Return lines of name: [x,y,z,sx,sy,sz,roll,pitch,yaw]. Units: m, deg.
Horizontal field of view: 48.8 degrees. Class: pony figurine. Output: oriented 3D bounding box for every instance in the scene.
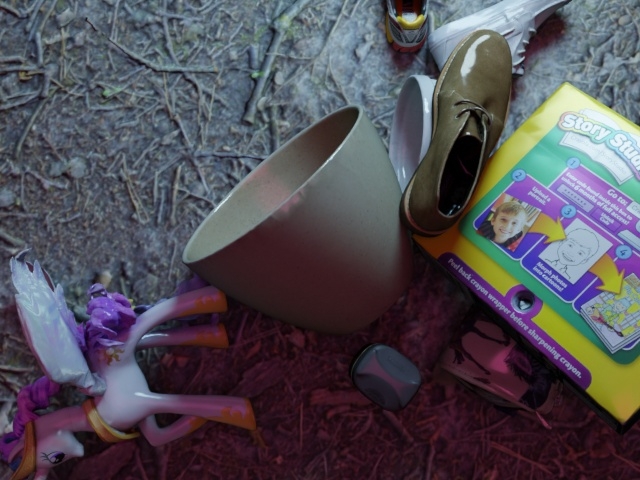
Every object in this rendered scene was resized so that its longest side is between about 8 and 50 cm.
pony figurine: [-0.310,0.172,1.026,0.364,0.303,0.350,-13,90,-16]

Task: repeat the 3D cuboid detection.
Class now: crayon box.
crayon box: [0.360,0.010,0.932,0.313,0.106,0.363,-44,59,-1]

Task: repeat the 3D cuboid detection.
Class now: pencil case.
pencil case: [0.356,0.068,1.064,0.184,0.160,0.410,32,83,10]

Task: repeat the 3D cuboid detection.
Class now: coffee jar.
coffee jar: [0.092,0.198,1.035,0.096,0.184,0.079,36,83,6]

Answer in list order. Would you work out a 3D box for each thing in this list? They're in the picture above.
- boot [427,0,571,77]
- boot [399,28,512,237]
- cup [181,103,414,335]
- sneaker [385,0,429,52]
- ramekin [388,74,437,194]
boot: [0.316,-0.329,1.169,0.258,0.095,0.123,-23,88,6]
boot: [0.199,-0.153,0.925,0.112,0.115,0.305,21,78,-5]
cup: [0.000,0.000,1.027,0.331,0.331,0.237,-42,107,-5]
sneaker: [0.146,-0.435,1.177,0.088,0.092,0.225,-7,81,0]
ramekin: [0.180,-0.145,1.082,0.109,0.207,0.207,4,81,-8]
